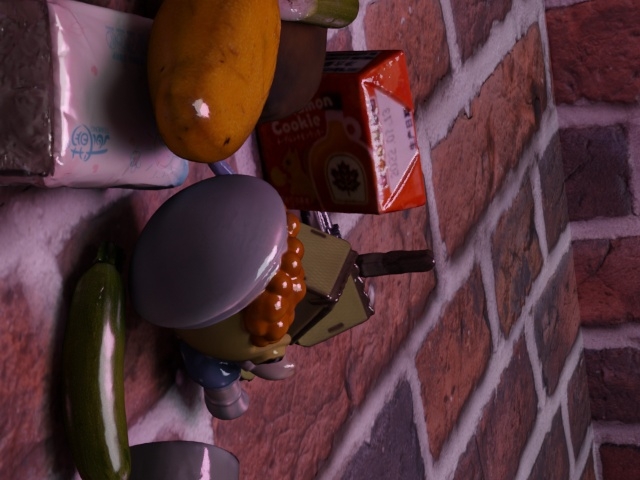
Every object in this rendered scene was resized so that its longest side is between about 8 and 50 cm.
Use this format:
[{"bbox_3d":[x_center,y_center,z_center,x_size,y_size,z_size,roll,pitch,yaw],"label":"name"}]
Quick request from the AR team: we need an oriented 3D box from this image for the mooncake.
[{"bbox_3d":[-0.106,-0.293,1.720,0.290,0.161,0.291,1,90,-67],"label":"mooncake"}]

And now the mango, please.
[{"bbox_3d":[-0.124,-0.190,1.443,0.295,0.120,0.177,-67,152,-45],"label":"mango"}]

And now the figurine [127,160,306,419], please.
[{"bbox_3d":[-0.124,0.103,1.600,0.225,0.205,0.382,-115,-160,-47],"label":"figurine"}]

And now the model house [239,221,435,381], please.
[{"bbox_3d":[0.008,0.066,1.829,0.218,0.278,0.205,-64,143,-47],"label":"model house"}]

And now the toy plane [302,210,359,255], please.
[{"bbox_3d":[0.017,0.003,2.089,0.160,0.082,0.234,-105,-171,-77],"label":"toy plane"}]

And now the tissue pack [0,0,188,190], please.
[{"bbox_3d":[-0.253,-0.154,1.437,0.271,0.124,0.202,-3,89,-65],"label":"tissue pack"}]

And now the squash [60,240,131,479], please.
[{"bbox_3d":[-0.252,0.154,1.487,0.080,0.071,0.319,22,64,-69],"label":"squash"}]

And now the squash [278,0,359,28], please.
[{"bbox_3d":[-0.009,-0.301,1.653,0.239,0.069,0.069,-10,98,-68],"label":"squash"}]

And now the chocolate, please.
[{"bbox_3d":[0.018,-0.152,1.916,0.108,0.237,0.235,-28,117,-46],"label":"chocolate"}]

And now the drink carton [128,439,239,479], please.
[{"bbox_3d":[-0.177,0.341,1.545,0.185,0.191,0.190,42,42,-57],"label":"drink carton"}]
